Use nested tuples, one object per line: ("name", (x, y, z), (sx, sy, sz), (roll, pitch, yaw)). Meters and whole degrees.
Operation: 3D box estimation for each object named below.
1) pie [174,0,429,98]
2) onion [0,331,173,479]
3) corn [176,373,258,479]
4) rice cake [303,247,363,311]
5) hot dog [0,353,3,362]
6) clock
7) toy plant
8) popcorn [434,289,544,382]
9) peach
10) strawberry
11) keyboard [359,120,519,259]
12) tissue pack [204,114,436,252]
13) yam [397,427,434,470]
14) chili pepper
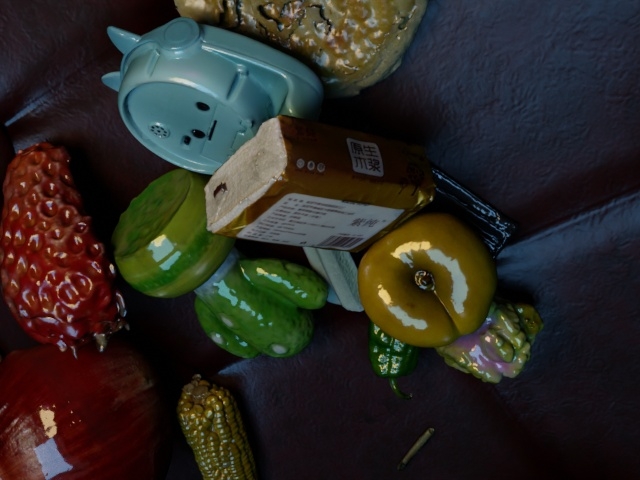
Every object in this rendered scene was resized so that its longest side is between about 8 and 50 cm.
("pie", (-0.028, -0.314, 1.043), (0.338, 0.077, 0.339), (8, 125, 11))
("onion", (-0.376, 0.308, 1.376), (0.341, 0.341, 0.342), (7, 121, 11))
("corn", (-0.156, 0.365, 1.477), (0.101, 0.102, 0.313), (-5, 121, 18))
("rice cake", (0.001, 0.001, 1.236), (0.080, 0.042, 0.222), (9, 131, 50))
("hot dog", (-0.639, 0.153, 1.498), (0.092, 0.062, 0.236), (-35, 109, 30))
("clock", (-0.145, -0.165, 1.102), (0.274, 0.094, 0.224), (20, 150, -6))
("toy plant", (-0.127, 0.053, 1.259), (0.224, 0.185, 0.316), (-22, 128, 33))
("popcorn", (0.225, 0.128, 1.218), (0.126, 0.126, 0.145), (58, 146, -4))
("peach", (0.138, 0.053, 1.139), (0.179, 0.103, 0.179), (1, 96, 9))
("strawberry", (-0.376, 0.027, 1.230), (0.150, 0.253, 0.280), (-21, 120, -21))
("keyboard", (0.140, -0.055, 1.179), (0.250, 0.017, 0.087), (33, 101, -6))
("tissue pack", (-0.002, -0.059, 1.057), (0.226, 0.092, 0.183), (10, 148, -34))
("yam", (0.151, 0.336, 1.423), (0.014, 0.014, 0.107), (29, 123, -3))
("chili pepper", (0.120, 0.099, 1.253), (0.100, 0.074, 0.257), (21, 119, 22))
